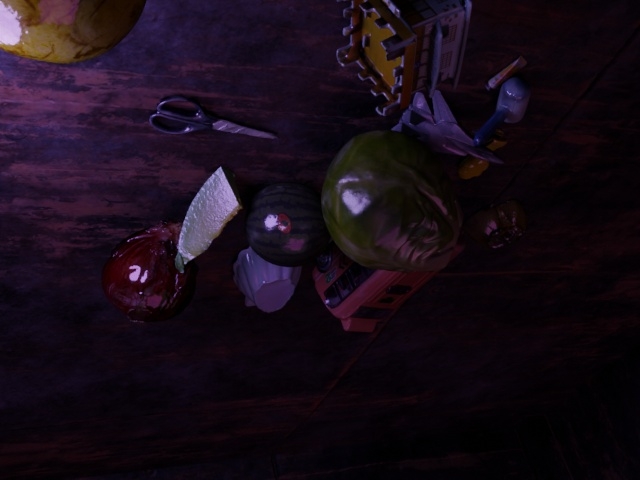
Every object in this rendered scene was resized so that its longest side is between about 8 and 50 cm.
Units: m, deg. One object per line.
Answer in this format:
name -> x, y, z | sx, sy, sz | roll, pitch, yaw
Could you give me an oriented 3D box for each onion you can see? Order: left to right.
onion -> -0.402, 0.095, 2.013 | 0.221, 0.281, 0.281 | 25, 151, 14

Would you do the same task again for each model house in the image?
model house -> 0.164, -0.380, 1.545 | 0.215, 0.198, 0.224 | -24, 150, -13

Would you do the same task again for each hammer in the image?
hammer -> 0.402, -0.280, 1.872 | 0.194, 0.069, 0.116 | -46, 159, -24

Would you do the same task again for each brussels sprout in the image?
brussels sprout -> 0.164, -0.072, 1.863 | 0.355, 0.289, 0.281 | 31, 167, -15

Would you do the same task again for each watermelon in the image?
watermelon -> -0.074, -0.037, 1.963 | 0.212, 0.212, 0.212 | -13, 149, -8

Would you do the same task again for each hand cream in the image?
hand cream -> 0.414, -0.373, 1.851 | 0.102, 0.022, 0.035 | -36, 140, 20

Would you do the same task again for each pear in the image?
pear -> -0.385, -0.397, 1.201 | 0.284, 0.283, 0.283 | -13, 149, -8

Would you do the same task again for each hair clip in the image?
hair clip -> 0.405, -0.210, 2.079 | 0.072, 0.046, 0.173 | 5, 144, -26

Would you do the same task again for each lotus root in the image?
lotus root -> 0.519, -0.031, 2.390 | 0.183, 0.077, 0.204 | -31, 145, 20

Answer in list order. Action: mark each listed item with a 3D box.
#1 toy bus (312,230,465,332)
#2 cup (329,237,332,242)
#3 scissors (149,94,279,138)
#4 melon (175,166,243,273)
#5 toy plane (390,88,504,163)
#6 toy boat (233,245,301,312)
toy bus -> 0.174, 0.050, 2.196 | 0.203, 0.233, 0.427 | 8, 140, -36
cup -> 0.000, 0.003, 2.204 | 0.083, 0.054, 0.075 | -37, 130, 25
scissors -> -0.212, -0.245, 1.743 | 0.300, 0.022, 0.109 | 7, 145, -36
melon -> -0.257, -0.038, 1.900 | 0.261, 0.114, 0.053 | -58, 160, 10
toy plane -> 0.307, -0.243, 1.908 | 0.267, 0.088, 0.212 | 17, 139, -16
toy boat -> -0.138, 0.107, 2.263 | 0.200, 0.100, 0.290 | -7, 146, -16
